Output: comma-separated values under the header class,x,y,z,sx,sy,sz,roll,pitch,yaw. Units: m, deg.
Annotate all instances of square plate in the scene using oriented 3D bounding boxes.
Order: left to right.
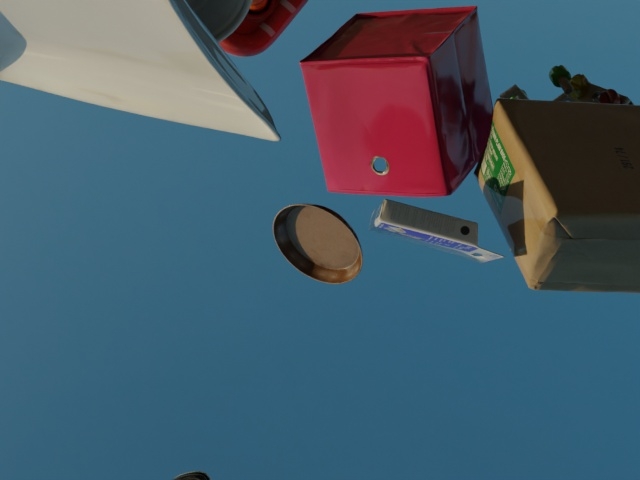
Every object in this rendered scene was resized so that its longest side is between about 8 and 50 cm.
class,x,y,z,sx,sy,sz,roll,pitch,yaw
square plate,-0.230,-0.199,0.965,0.344,0.347,0.049,14,-103,20

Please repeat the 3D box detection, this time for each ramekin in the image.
class,x,y,z,sx,sy,sz,roll,pitch,yaw
ramekin,-0.211,-0.397,1.686,0.207,0.207,0.109,-12,-150,-19

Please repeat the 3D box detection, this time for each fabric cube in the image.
class,x,y,z,sx,sy,sz,roll,pitch,yaw
fabric cube,0.147,-0.252,2.025,0.254,0.258,0.259,4,-148,29

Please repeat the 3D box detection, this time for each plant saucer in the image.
class,x,y,z,sx,sy,sz,roll,pitch,yaw
plant saucer,0.000,0.000,1.875,0.168,0.168,0.029,22,-133,16

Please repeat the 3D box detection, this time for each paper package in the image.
class,x,y,z,sx,sy,sz,roll,pitch,yaw
paper package,0.444,-0.075,1.841,0.309,0.168,0.325,2,-140,-14

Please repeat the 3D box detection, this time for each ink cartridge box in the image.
class,x,y,z,sx,sy,sz,roll,pitch,yaw
ink cartridge box,0.188,-0.013,1.827,0.208,0.206,0.045,17,-94,-1

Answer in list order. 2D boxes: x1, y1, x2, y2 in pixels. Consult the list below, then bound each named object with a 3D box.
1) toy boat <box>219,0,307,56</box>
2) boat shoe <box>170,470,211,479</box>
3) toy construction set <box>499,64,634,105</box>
class,x,y,z,sx,sy,sz,roll,pitch,yaw
toy boat,-0.126,-0.461,2.133,0.151,0.151,0.231,39,-91,7
boat shoe,-0.207,0.351,1.510,0.133,0.042,0.049,-26,-94,13
toy construction set,0.489,-0.230,2.159,0.308,0.257,0.237,10,-144,-24
